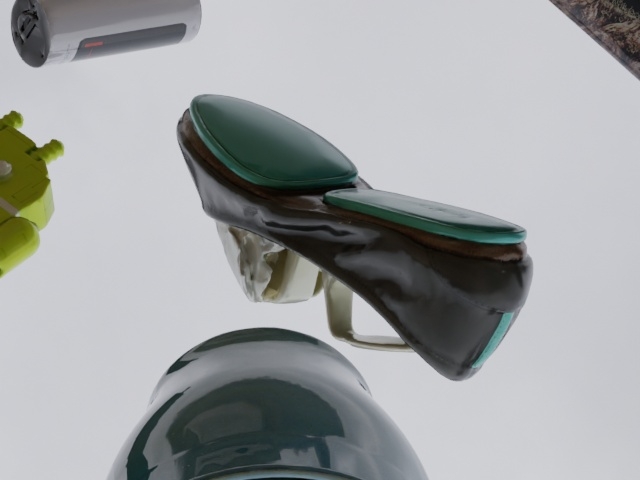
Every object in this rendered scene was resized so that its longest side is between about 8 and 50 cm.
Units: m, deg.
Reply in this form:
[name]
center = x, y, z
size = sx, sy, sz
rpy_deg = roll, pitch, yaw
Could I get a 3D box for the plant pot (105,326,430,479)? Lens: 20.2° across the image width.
[plant pot]
center = -0.041, 0.202, 1.294
size = 0.271, 0.271, 0.255
rpy_deg = -10, -151, 0

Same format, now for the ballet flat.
[ballet flat]
center = 0.000, 0.000, 0.979
size = 0.095, 0.096, 0.280
rpy_deg = -1, -161, -36

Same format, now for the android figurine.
[android figurine]
center = -0.368, -0.035, 1.704
size = 0.273, 0.056, 0.248
rpy_deg = -36, -125, -29

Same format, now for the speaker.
[speaker]
center = -0.157, -0.162, 1.311
size = 0.136, 0.055, 0.055
rpy_deg = -15, -144, -39

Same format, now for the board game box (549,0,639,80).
[board game box]
center = 0.206, -0.280, 1.086
size = 0.291, 0.232, 0.141
rpy_deg = -49, -148, 11
